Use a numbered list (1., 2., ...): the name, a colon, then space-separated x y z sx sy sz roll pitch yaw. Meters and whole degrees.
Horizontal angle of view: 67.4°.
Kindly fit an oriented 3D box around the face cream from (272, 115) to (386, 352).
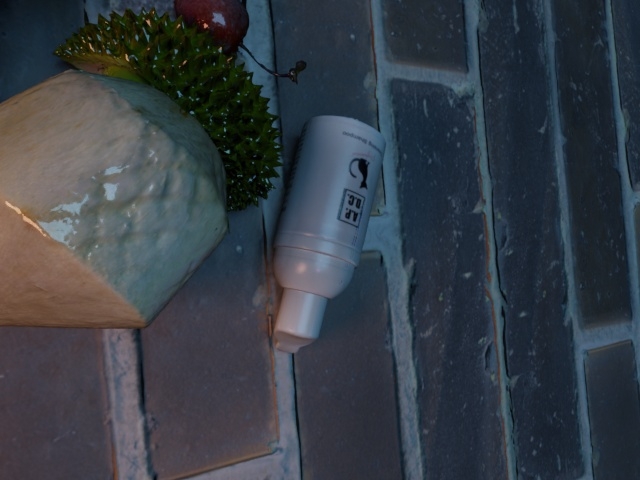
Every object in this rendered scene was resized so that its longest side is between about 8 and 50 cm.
1. face cream: 0.000 0.000 0.767 0.146 0.145 0.369 17 79 -25

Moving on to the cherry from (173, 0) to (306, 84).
1. cherry: -0.123 -0.316 0.741 0.226 0.090 0.107 29 35 -7

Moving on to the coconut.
1. coconut: -0.278 -0.030 0.552 0.329 0.329 0.328 2 86 -27

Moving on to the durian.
1. durian: -0.188 -0.193 0.698 0.352 0.169 0.158 44 44 -20
